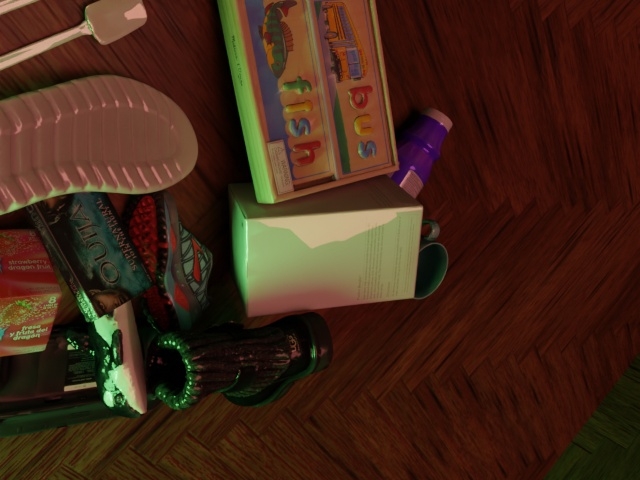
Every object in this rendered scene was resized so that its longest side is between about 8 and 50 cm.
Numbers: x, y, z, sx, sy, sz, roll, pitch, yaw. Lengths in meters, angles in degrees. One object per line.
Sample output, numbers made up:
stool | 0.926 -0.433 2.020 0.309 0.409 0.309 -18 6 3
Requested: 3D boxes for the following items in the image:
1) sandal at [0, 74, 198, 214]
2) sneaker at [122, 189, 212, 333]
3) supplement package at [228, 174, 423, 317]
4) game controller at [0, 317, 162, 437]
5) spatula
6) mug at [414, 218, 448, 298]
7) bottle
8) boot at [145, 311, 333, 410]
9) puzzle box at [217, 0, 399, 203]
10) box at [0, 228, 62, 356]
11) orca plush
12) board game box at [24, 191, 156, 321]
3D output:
sandal | -0.342 -0.130 0.897 0.416 0.102 0.169 -18 99 -52
sneaker | -0.237 0.025 1.085 0.125 0.104 0.261 -38 136 -46
supplement package | 0.000 0.000 1.140 0.293 0.175 0.177 -5 115 -16
game controller | -0.385 0.213 1.065 0.319 0.067 0.166 0 96 -41
spatula | -0.355 -0.313 0.857 0.242 0.019 0.168 -34 129 -24
mug | 0.204 0.039 1.447 0.157 0.097 0.129 -51 133 -10
bottle | 0.159 -0.130 1.324 0.282 0.092 0.118 -57 155 -3
boot | -0.167 0.214 1.104 0.260 0.131 0.348 -9 159 -34
puzzle box | -0.013 -0.283 1.061 0.272 0.052 0.408 -19 104 -34
box | -0.477 0.071 0.837 0.257 0.128 0.122 -3 135 -39
orca plush | -0.336 0.128 0.997 0.102 0.151 0.287 -11 102 -6
board game box | -0.319 0.007 0.936 0.186 0.026 0.126 62 31 -6
